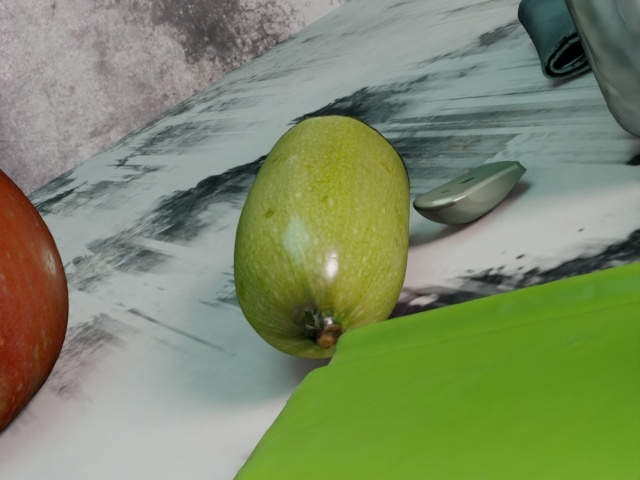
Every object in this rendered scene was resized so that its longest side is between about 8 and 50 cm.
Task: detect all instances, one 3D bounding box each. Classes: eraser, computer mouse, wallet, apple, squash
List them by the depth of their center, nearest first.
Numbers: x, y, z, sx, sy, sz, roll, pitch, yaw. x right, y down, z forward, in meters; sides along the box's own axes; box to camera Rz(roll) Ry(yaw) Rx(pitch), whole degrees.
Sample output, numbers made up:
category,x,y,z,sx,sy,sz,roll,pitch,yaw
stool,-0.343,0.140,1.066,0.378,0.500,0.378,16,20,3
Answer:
category,x,y,z,sx,sy,sz,roll,pitch,yaw
eraser,0.098,0.091,0.431,0.274,0.092,0.210,-18,20,34
squash,0.000,0.000,0.752,0.132,0.132,0.247,-24,18,14
computer mouse,0.126,-0.036,0.831,0.110,0.032,0.056,-27,16,-30
apple,-0.403,0.067,0.923,0.348,0.277,0.348,-25,19,9
wallet,0.361,-0.276,1.108,0.290,0.054,0.251,-22,20,13

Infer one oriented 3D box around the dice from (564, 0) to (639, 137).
category,x,y,z,sx,sy,sz,roll,pitch,yaw
dice,0.317,-0.293,0.746,0.328,0.348,0.330,-21,20,16
